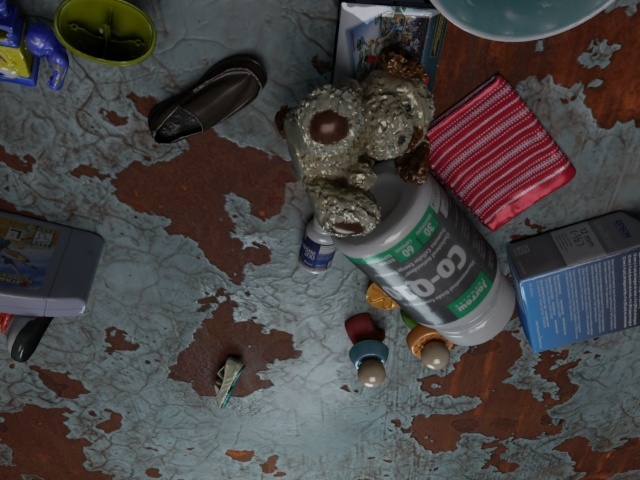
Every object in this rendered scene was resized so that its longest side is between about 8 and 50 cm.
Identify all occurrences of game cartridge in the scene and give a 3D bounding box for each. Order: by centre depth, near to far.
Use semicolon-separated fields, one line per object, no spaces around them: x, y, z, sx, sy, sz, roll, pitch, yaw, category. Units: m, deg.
-0.545;0.035;1.091;0.297;0.198;0.062;15;124;-18;game cartridge

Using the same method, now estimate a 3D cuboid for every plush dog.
0.064;-0.167;0.936;0.225;0.211;0.262;-22;135;-8;plush dog

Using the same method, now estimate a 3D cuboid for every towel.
0.309;-0.142;1.116;0.199;0.031;0.275;-36;125;24;towel

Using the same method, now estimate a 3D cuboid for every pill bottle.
0.199;0.034;1.149;0.204;0.204;0.361;-33;127;23;pill bottle
0.000;0.000;1.192;0.067;0.067;0.120;7;131;-11;pill bottle

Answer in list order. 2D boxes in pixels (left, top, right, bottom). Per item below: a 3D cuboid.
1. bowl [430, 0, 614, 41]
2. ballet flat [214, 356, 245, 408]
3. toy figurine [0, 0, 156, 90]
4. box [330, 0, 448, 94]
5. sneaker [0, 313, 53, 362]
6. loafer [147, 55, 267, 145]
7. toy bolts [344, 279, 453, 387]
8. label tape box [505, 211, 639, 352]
0.250;-0.423;0.768;0.311;0.163;0.312;-2;132;-2;bowl
-0.224;0.334;1.496;0.052;0.057;0.168;31;124;5;ballet flat
-0.420;-0.302;0.877;0.362;0.191;0.217;5;162;-19;toy figurine
0.098;-0.260;0.981;0.159;0.044;0.233;2;132;-6;box
-0.562;0.123;1.134;0.145;0.270;0.090;24;103;-15;sneaker
-0.177;-0.205;0.985;0.220;0.078;0.080;-28;128;19;loafer
0.147;0.202;1.325;0.228;0.159;0.218;-32;127;22;toy bolts
0.575;0.076;1.282;0.347;0.115;0.249;-19;131;8;label tape box
